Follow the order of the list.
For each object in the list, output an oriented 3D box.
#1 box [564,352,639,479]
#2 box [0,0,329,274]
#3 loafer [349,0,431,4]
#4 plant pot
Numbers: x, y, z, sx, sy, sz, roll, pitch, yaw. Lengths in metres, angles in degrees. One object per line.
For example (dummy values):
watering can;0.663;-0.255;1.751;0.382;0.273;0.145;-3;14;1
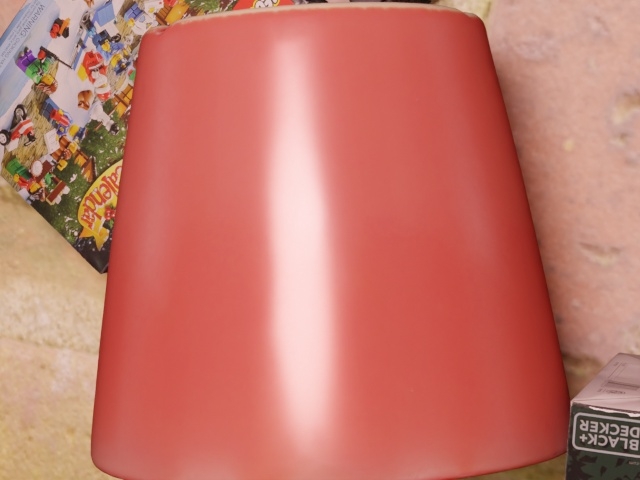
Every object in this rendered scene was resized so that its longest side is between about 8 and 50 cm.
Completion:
box;0.184;0.221;0.876;0.087;0.169;0.290;7;96;19
box;-0.125;-0.116;1.032;0.159;0.044;0.233;43;109;13
loafer;0.110;-0.252;0.893;0.302;0.109;0.095;-41;76;24
plant pot;0.000;0.000;0.880;0.275;0.275;0.243;-3;91;22
